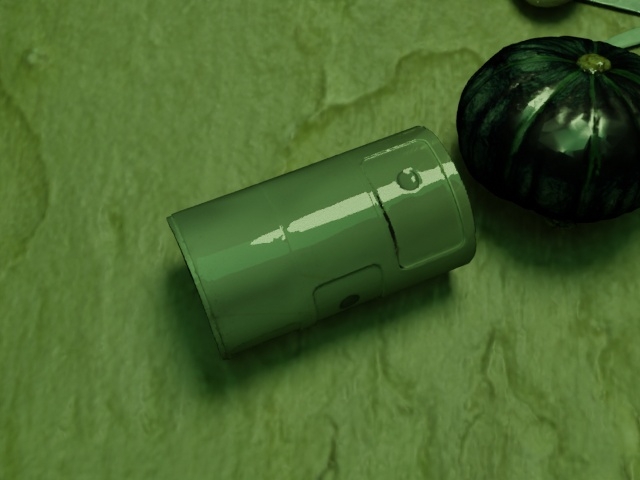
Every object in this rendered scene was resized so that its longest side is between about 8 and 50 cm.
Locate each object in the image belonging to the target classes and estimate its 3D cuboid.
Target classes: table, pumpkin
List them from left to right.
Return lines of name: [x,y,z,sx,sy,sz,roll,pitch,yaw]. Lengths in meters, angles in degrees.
table: [0.000,0.000,0.738,0.220,0.126,0.126,-21,71,-9]
pumpkin: [0.212,-0.098,0.765,0.194,0.150,0.194,5,64,-10]

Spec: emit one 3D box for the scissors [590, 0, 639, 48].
scissors: [0.361,-0.219,0.886,0.247,0.017,0.144,-4,68,-1]

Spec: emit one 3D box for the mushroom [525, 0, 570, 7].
mushroom: [0.222,-0.264,0.868,0.083,0.067,0.084,-24,49,32]
